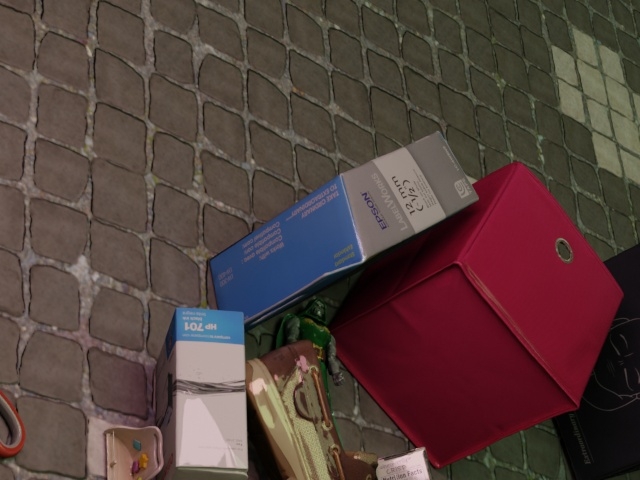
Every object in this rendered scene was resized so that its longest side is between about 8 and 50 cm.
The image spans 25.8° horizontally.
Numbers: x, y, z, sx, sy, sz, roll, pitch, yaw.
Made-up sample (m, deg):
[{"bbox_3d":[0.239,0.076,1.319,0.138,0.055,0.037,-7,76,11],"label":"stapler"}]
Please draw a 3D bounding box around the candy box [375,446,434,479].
[{"bbox_3d":[0.124,0.379,1.666,0.159,0.071,0.233,74,2,-69],"label":"candy box"}]

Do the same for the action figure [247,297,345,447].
[{"bbox_3d":[-0.016,0.166,1.736,0.137,0.063,0.232,29,43,-27],"label":"action figure"}]

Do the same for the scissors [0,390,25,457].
[{"bbox_3d":[-0.409,0.111,1.384,0.297,0.021,0.109,52,41,-6],"label":"scissors"}]

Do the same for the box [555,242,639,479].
[{"bbox_3d":[0.535,0.154,2.062,0.212,0.395,0.293,0,66,-48],"label":"box"}]

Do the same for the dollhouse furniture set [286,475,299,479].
[{"bbox_3d":[-0.069,0.385,1.426,0.212,0.161,0.242,30,39,17],"label":"dollhouse furniture set"}]

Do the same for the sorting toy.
[{"bbox_3d":[-0.193,0.233,1.484,0.045,0.075,0.083,19,53,-38],"label":"sorting toy"}]

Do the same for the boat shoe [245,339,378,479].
[{"bbox_3d":[0.015,0.276,1.591,0.123,0.123,0.342,-24,91,-18],"label":"boat shoe"}]

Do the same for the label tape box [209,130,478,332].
[{"bbox_3d":[0.000,0.000,1.707,0.347,0.249,0.115,-23,83,-51],"label":"label tape box"}]

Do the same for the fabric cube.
[{"bbox_3d":[0.208,0.098,1.860,0.254,0.259,0.258,51,39,-11],"label":"fabric cube"}]

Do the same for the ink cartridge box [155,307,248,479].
[{"bbox_3d":[-0.130,0.189,1.513,0.082,0.140,0.191,7,55,-14],"label":"ink cartridge box"}]
